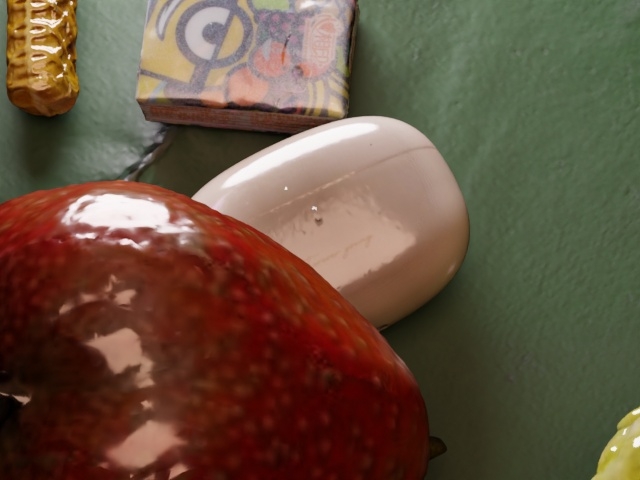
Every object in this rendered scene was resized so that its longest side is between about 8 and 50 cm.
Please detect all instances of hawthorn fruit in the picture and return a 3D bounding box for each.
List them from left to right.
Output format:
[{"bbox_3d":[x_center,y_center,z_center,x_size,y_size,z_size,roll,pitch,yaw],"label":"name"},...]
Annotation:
[{"bbox_3d":[-0.067,0.113,1.045,0.369,0.285,0.284,6,68,-33],"label":"hawthorn fruit"}]

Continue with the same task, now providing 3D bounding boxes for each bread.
[{"bbox_3d":[-0.199,-0.162,1.279,0.052,0.044,0.157,-2,72,-2],"label":"bread"}]

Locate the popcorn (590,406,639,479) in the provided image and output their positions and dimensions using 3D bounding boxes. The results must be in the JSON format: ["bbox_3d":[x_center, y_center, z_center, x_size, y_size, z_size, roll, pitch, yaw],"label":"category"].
[{"bbox_3d":[0.249,0.191,1.071,0.259,0.259,0.212,12,47,5],"label":"popcorn"}]

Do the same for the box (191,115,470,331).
[{"bbox_3d":[0.000,0.000,1.196,0.200,0.088,0.146,-24,74,-7],"label":"box"}]

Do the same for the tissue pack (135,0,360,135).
[{"bbox_3d":[-0.049,-0.132,1.257,0.148,0.060,0.108,5,72,2],"label":"tissue pack"}]
